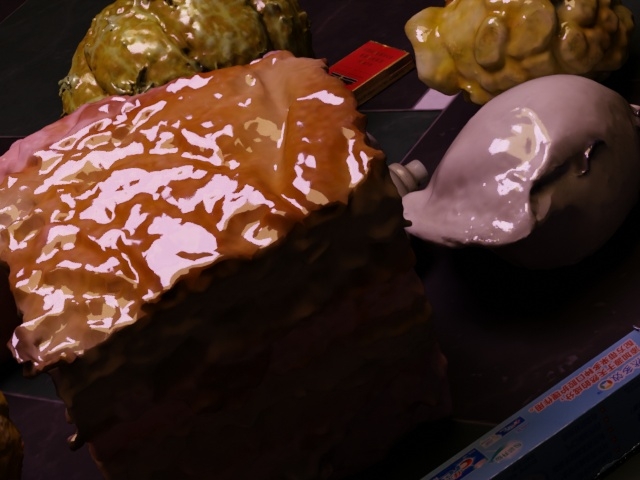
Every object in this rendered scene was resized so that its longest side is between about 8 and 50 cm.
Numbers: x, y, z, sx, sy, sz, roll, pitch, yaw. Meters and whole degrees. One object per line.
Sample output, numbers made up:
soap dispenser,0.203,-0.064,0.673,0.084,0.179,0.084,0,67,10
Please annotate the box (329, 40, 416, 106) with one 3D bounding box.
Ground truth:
box,0.036,-0.186,1.889,0.133,0.023,0.090,-35,29,-16

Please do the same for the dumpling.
dumpling,0.185,-0.051,1.461,0.227,0.243,0.175,-19,70,40

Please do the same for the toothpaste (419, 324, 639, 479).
toothpaste,0.151,0.168,1.196,0.272,0.066,0.053,-33,30,-12

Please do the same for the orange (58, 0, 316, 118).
orange,-0.155,-0.173,1.759,0.301,0.300,0.223,-41,75,-10

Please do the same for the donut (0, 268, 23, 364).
donut,-0.431,0.062,1.726,0.299,0.150,0.317,-14,32,7

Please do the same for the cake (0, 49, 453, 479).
cake,-0.081,0.038,1.288,0.314,0.306,0.293,-26,47,-4

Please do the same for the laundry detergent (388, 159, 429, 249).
laundry detergent,0.000,0.000,1.554,0.253,0.091,0.181,-33,34,-13

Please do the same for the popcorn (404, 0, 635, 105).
popcorn,0.207,-0.225,1.659,0.217,0.181,0.235,-18,27,16

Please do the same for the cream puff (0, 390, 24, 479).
cream puff,-0.367,0.206,1.385,0.244,0.196,0.244,-6,5,1

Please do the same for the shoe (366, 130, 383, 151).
shoe,-0.048,-0.083,1.707,0.228,0.099,0.125,-17,38,5
